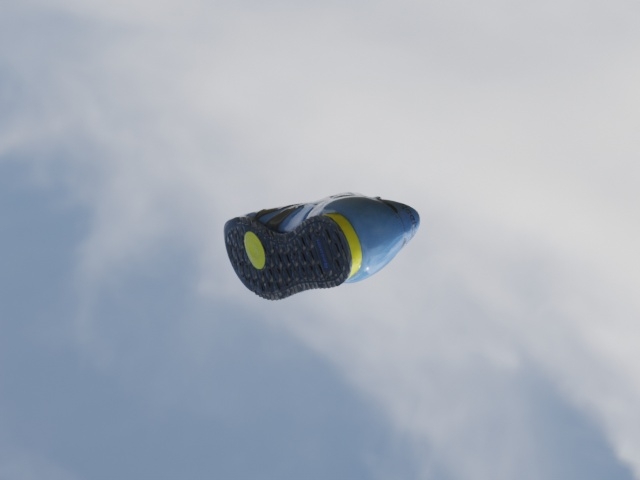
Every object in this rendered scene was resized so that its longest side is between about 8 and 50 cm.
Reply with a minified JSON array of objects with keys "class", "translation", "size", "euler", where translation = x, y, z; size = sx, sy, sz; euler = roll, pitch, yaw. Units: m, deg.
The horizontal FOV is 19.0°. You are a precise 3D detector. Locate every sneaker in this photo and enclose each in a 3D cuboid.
[{"class":"sneaker","translation":[0.000,0.000,1.463],"size":[0.082,0.069,0.209],"euler":[-22,-171,-30]}]
